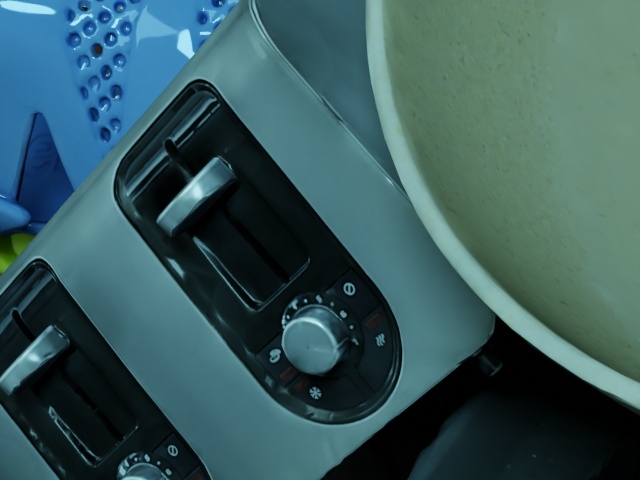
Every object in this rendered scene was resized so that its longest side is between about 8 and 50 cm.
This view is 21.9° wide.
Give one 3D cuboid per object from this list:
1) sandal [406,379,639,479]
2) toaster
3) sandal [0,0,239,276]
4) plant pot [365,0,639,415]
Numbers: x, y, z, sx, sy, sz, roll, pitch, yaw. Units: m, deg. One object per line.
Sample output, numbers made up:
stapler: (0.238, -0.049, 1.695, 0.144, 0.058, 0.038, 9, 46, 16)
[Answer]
sandal: (-0.022, 0.244, 0.387, 0.107, 0.167, 0.446, 28, 82, 19)
toaster: (0.000, 0.000, 0.485, 0.168, 0.110, 0.186, -43, -2, 34)
sandal: (-0.081, -0.058, 0.632, 0.317, 0.138, 0.126, -14, 54, 32)
plant pot: (0.178, -0.054, 0.363, 0.284, 0.191, 0.284, -20, 53, 30)
